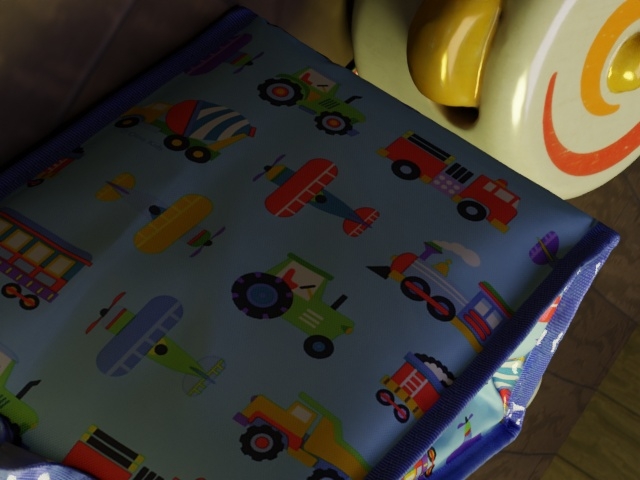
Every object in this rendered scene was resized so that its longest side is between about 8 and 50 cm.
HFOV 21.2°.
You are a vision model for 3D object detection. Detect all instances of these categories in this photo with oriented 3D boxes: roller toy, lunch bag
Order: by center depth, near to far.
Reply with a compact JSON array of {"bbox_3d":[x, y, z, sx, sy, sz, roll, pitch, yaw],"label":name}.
[{"bbox_3d":[-0.042,0.040,0.734,0.293,0.221,0.138,-34,151,-52],"label":"lunch bag"},{"bbox_3d":[0.127,-0.127,0.965,0.191,0.146,0.209,-50,145,-8],"label":"roller toy"}]

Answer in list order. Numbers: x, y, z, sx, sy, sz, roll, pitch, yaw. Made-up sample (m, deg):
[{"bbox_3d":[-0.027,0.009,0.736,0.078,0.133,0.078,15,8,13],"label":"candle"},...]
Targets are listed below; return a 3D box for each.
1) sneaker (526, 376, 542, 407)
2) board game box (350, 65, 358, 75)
[{"bbox_3d":[0.086,0.080,1.340,0.323,0.130,0.236,-35,142,-41],"label":"sneaker"},{"bbox_3d":[0.000,0.000,1.097,0.124,0.039,0.259,-48,157,-29],"label":"board game box"}]
